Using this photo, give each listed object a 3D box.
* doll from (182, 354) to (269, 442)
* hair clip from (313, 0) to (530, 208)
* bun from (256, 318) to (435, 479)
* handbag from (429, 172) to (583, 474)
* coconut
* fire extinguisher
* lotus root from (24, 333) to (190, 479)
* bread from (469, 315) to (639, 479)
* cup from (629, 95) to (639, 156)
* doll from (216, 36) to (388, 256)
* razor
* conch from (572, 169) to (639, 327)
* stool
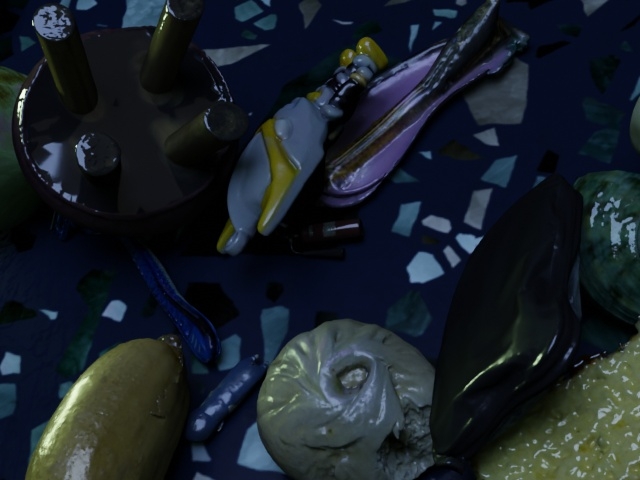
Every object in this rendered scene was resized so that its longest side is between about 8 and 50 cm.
[{"bbox_3d":[-0.104,0.173,1.277,0.037,0.027,0.125,31,65,30],"label":"doll"},{"bbox_3d":[0.108,-0.175,1.455,0.358,0.095,0.110,-43,90,-7],"label":"hair clip"},{"bbox_3d":[0.033,0.168,1.182,0.193,0.128,0.178,26,64,27],"label":"bun"},{"bbox_3d":[0.185,0.073,1.135,0.075,0.191,0.332,34,33,-11],"label":"handbag"},{"bbox_3d":[-0.425,-0.120,1.465,0.236,0.236,0.204,19,96,26],"label":"coconut"},{"bbox_3d":[0.002,0.002,1.376,0.100,0.032,0.046,-8,91,12],"label":"fire extinguisher"},{"bbox_3d":[-0.226,0.222,1.198,0.131,0.146,0.303,10,55,15],"label":"lotus root"},{"bbox_3d":[0.282,0.204,1.082,0.260,0.147,0.160,-36,45,5],"label":"bread"},{"bbox_3d":[0.487,-0.101,1.263,0.202,0.255,0.173,47,119,37],"label":"cup"},{"bbox_3d":[-0.023,-0.110,1.378,0.145,0.103,0.316,11,57,46],"label":"doll"},{"bbox_3d":[-0.211,0.036,1.391,0.056,0.093,0.324,-16,46,-43],"label":"razor"},{"bbox_3d":[0.340,0.008,1.204,0.188,0.122,0.176,-9,94,40],"label":"conch"},{"bbox_3d":[-0.217,-0.153,1.338,0.272,0.178,0.272,5,71,-13],"label":"stool"}]
